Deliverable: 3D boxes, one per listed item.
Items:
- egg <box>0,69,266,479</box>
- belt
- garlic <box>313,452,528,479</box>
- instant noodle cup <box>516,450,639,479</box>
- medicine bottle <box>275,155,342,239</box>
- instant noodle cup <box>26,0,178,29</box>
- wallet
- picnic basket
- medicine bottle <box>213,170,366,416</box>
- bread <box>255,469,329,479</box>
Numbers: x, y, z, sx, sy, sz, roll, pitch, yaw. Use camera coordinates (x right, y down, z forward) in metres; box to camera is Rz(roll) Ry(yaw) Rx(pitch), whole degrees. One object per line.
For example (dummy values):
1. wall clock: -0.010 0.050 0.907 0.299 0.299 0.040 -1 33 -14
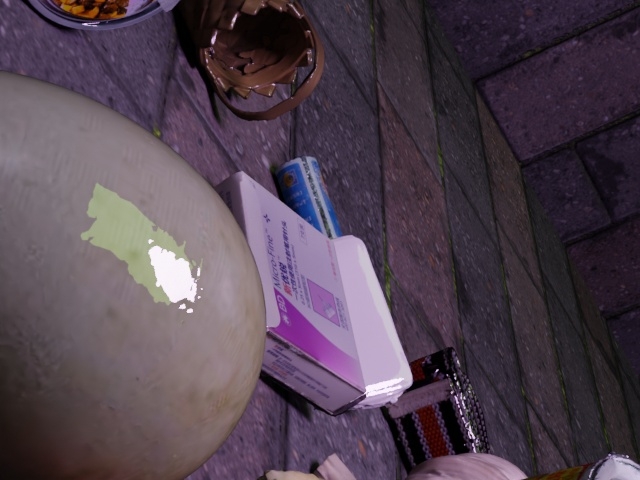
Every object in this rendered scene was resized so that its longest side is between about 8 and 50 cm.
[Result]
1. egg: -0.160 0.022 0.841 0.295 0.218 0.218 51 22 -30
2. belt: 0.160 0.296 1.680 0.126 0.094 0.359 43 29 -56
3. garlic: 0.078 0.275 1.394 0.212 0.218 0.218 28 2 23
4. instant noodle cup: 0.101 0.216 0.874 0.193 0.212 0.193 37 39 -37
5. medicine bottle: 0.000 0.000 1.666 0.051 0.051 0.191 25 45 -66
6. instant noodle cup: -0.192 -0.287 1.286 0.208 0.177 0.125 23 31 -48
7. wallet: 0.032 0.088 1.593 0.190 0.095 0.033 68 -23 15
8. picnic basket: -0.064 -0.201 1.600 0.138 0.128 0.178 36 16 -54
9. medicine bottle: -0.036 0.052 1.461 0.171 0.052 0.201 39 30 -42
10. bread: 0.015 0.364 1.012 0.236 0.165 0.375 40 31 -48
